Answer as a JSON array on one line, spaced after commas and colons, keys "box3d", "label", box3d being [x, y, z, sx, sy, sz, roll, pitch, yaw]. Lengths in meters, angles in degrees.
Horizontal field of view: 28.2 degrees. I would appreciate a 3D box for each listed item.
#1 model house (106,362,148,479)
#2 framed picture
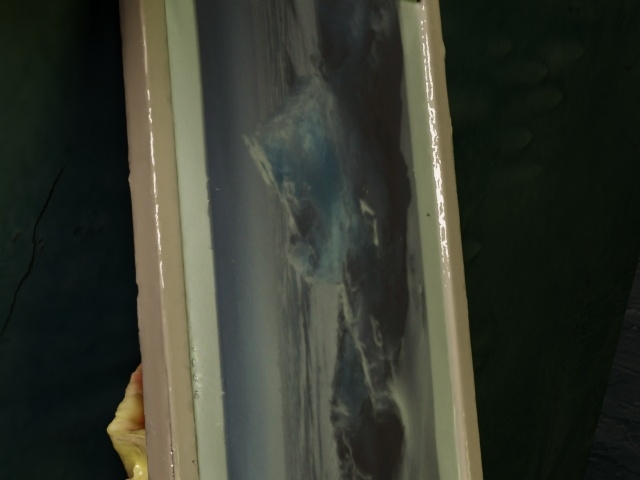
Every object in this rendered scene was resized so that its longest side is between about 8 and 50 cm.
[{"box3d": [-0.047, 0.164, 0.967, 0.254, 0.160, 0.196, -40, 124, -41], "label": "model house"}, {"box3d": [0.000, 0.000, 0.887, 0.326, 0.028, 0.446, -1, 84, -49], "label": "framed picture"}]
